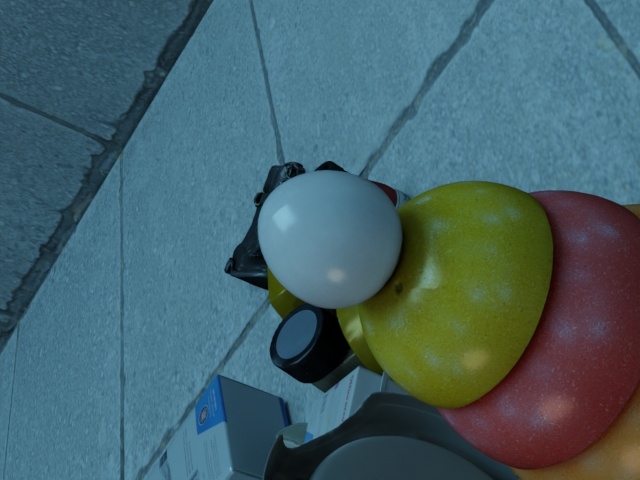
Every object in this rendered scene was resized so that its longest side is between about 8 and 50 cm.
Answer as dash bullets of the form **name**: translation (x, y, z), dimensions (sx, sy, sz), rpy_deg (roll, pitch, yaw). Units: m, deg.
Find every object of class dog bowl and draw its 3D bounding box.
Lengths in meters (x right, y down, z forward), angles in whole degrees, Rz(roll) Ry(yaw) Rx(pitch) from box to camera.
- **dog bowl**: translation (0.092, 0.310, 1.254), dimensions (0.348, 0.349, 0.102), rpy_deg (-98, 25, -51)

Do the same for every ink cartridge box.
- **ink cartridge box**: translation (0.052, 0.226, 1.547), dimensions (0.143, 0.090, 0.092), rpy_deg (-44, 26, 50)
- **ink cartridge box**: translation (-0.170, 0.400, 1.959), dimensions (0.307, 0.129, 0.223), rpy_deg (-56, 27, 23)

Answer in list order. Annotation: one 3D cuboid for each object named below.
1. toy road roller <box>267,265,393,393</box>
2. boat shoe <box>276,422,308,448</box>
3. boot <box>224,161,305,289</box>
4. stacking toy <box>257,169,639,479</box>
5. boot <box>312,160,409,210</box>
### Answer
- **toy road roller**: translation (0.079, 0.069, 1.678), dimensions (0.241, 0.202, 0.329), rpy_deg (-39, 33, 21)
- **boat shoe**: translation (0.006, 0.311, 1.788), dimensions (0.206, 0.075, 0.065), rpy_deg (12, 122, 61)
- **boot**: translation (-0.084, -0.032, 2.233), dimensions (0.229, 0.091, 0.263), rpy_deg (-68, 21, -2)
- **stacking toy**: translation (0.153, 0.054, 1.161), dimensions (0.350, 0.480, 0.350), rpy_deg (-47, 29, 37)
- **boot**: translation (0.000, 0.000, 1.919), dimensions (0.244, 0.176, 0.088), rpy_deg (-59, 26, 19)
